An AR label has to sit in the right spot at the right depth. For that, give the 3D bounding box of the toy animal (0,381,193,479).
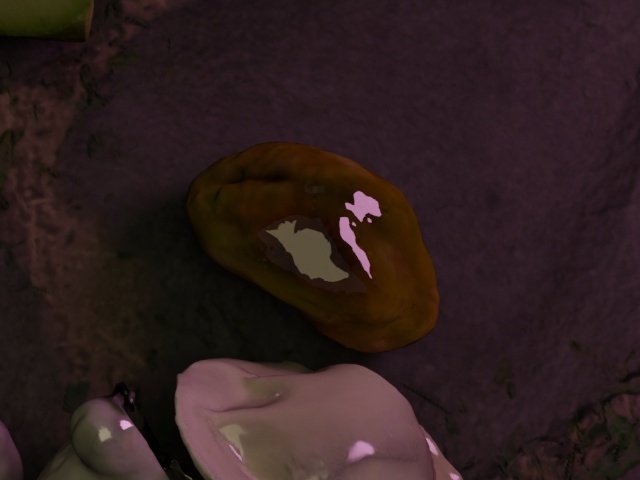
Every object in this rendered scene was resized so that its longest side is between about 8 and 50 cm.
[{"bbox_3d":[-0.173,0.216,0.927,0.289,0.174,0.249,-14,95,-12],"label":"toy animal"}]

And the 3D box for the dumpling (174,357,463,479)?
[{"bbox_3d":[-0.002,0.132,0.981,0.216,0.126,0.166,-9,49,-26],"label":"dumpling"}]

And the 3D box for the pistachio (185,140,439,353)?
[{"bbox_3d":[0.003,-0.002,1.022,0.189,0.100,0.110,34,81,0],"label":"pistachio"}]

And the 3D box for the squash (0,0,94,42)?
[{"bbox_3d":[-0.270,-0.196,1.011,0.252,0.169,0.093,7,124,-8],"label":"squash"}]
